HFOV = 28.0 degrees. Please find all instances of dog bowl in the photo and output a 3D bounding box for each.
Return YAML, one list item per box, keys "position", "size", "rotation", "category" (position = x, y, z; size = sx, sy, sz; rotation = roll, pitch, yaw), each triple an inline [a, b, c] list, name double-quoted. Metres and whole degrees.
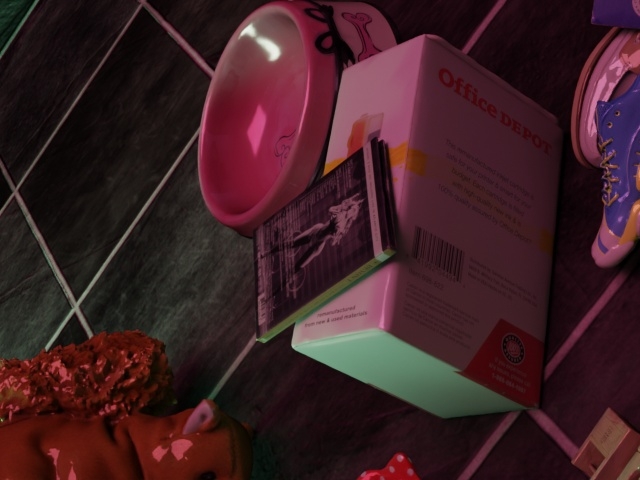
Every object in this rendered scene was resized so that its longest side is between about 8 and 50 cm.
- position: [-0.044, -0.174, 1.909]
  size: [0.408, 0.150, 0.408]
  rotation: [-30, 54, 52]
  category: "dog bowl"

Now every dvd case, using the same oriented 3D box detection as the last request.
- position: [0.000, 0.000, 1.477]
  size: [0.221, 0.018, 0.165]
  rotation: [-37, 41, 34]
  category: "dvd case"

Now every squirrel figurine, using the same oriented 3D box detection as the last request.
- position: [-0.289, 0.289, 1.830]
  size: [0.370, 0.281, 0.397]
  rotation: [-23, 62, 10]
  category: "squirrel figurine"

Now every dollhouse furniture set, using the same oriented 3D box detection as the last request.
- position: [0.365, 0.235, 1.305]
  size: [0.129, 0.129, 0.184]
  rotation: [-56, 7, 5]
  category: "dollhouse furniture set"

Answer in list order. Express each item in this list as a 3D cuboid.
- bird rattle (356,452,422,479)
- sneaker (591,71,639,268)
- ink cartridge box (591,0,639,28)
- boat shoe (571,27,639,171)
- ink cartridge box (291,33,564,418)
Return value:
- position: [0.064, 0.379, 1.469]
  size: [0.206, 0.143, 0.254]
  rotation: [-20, 55, 0]
  category: "bird rattle"
- position: [0.351, -0.092, 1.477]
  size: [0.240, 0.126, 0.091]
  rotation: [-60, -8, 9]
  category: "sneaker"
- position: [0.460, -0.382, 1.387]
  size: [0.324, 0.071, 0.330]
  rotation: [10, 103, 25]
  category: "ink cartridge box"
- position: [0.404, -0.218, 1.530]
  size: [0.103, 0.113, 0.302]
  rotation: [21, 83, 58]
  category: "boat shoe"
- position: [0.143, -0.010, 1.564]
  size: [0.160, 0.279, 0.385]
  rotation: [-16, 56, 46]
  category: "ink cartridge box"
